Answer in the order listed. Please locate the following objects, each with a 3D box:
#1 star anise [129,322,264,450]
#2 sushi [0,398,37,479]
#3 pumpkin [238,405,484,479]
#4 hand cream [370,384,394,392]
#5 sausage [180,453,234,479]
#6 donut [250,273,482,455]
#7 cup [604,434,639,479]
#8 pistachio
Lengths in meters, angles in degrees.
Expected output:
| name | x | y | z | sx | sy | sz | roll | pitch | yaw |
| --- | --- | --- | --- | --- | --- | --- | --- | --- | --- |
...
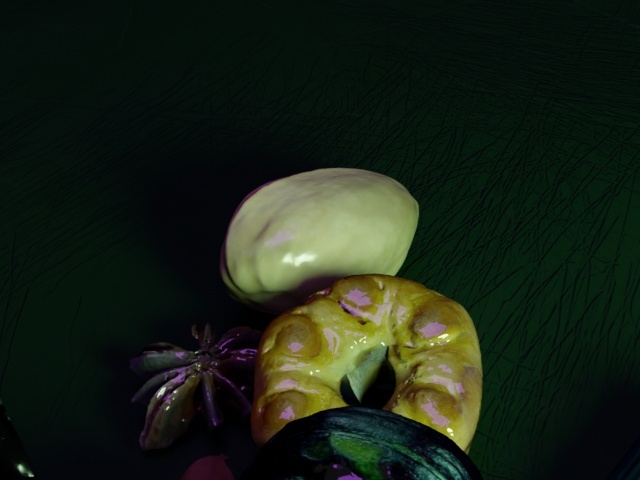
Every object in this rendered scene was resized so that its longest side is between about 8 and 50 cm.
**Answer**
| name | x | y | z | sx | sy | sz | roll | pitch | yaw |
| --- | --- | --- | --- | --- | --- | --- | --- | --- | --- |
| star anise | -0.154 | 0.184 | 1.946 | 0.229 | 0.093 | 0.236 | 15 | 46 | 29 |
| sushi | -0.511 | 0.215 | 1.848 | 0.227 | 0.212 | 0.215 | -23 | 40 | -21 |
| pumpkin | 0.032 | 0.343 | 1.478 | 0.266 | 0.363 | 0.363 | 12 | 40 | 20 |
| hand cream | 0.000 | 0.175 | 1.988 | 0.216 | 0.038 | 0.052 | 5 | 10 | 20 |
| sausage | -0.142 | 0.395 | 1.660 | 0.088 | 0.088 | 0.433 | -2 | 36 | 4 |
| donut | 0.062 | 0.191 | 1.822 | 0.317 | 0.150 | 0.299 | -37 | 53 | -26 |
| cup | 0.430 | 0.329 | 1.582 | 0.292 | 0.308 | 0.242 | -38 | 7 | -35 |
| pistachio | 0.000 | 0.000 | 2.088 | 0.318 | 0.214 | 0.193 | -31 | 5 | -37 |
